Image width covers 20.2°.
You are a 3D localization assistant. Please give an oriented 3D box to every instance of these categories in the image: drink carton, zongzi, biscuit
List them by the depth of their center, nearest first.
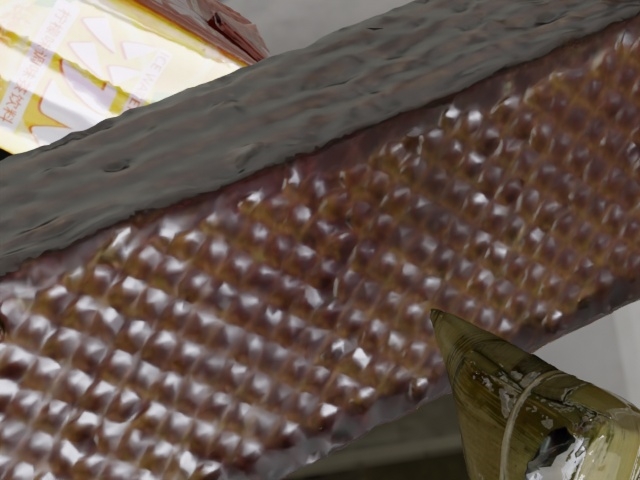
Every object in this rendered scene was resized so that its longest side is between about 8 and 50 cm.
[{"bbox_3d":[0.049,0.068,0.498,0.040,0.076,0.083,-1,-161,-42],"label":"zongzi"},{"bbox_3d":[0.000,0.000,0.552,0.388,0.107,0.073,-24,-147,-26],"label":"biscuit"},{"bbox_3d":[-0.135,-0.097,0.796,0.223,0.071,0.096,27,112,-31],"label":"drink carton"}]
